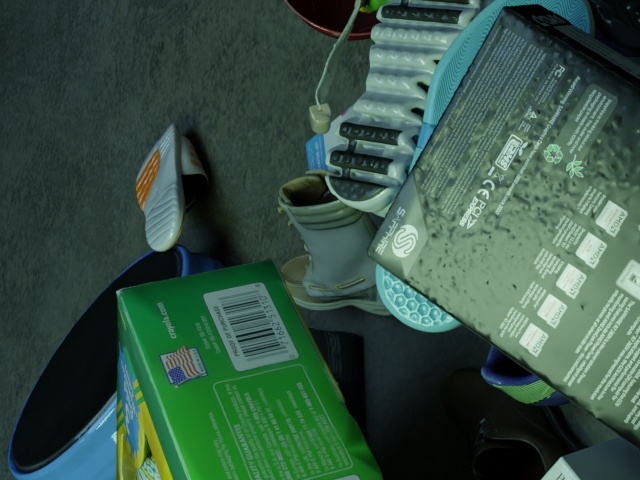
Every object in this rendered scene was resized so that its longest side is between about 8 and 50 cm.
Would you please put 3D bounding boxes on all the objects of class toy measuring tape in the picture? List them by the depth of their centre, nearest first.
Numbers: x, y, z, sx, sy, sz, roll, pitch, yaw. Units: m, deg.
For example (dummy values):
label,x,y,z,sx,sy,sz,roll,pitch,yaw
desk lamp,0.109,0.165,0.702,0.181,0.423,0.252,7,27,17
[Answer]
label,x,y,z,sx,sy,sz,roll,pitch,yaw
toy measuring tape,0.092,-0.249,1.289,0.121,0.121,0.330,0,65,55

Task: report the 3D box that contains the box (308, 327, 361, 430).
label,x,y,z,sx,sy,sz,roll,pitch,yaw
box,-0.100,0.294,1.485,0.395,0.097,0.318,-23,65,51

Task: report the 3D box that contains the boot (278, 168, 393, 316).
label,x,y,z,sx,sy,sz,roll,pitch,yaw
boot,0.000,0.000,1.352,0.213,0.165,0.077,5,47,51

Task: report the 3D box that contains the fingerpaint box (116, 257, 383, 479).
label,x,y,z,sx,sy,sz,roll,pitch,yaw
fingerpaint box,-0.054,0.306,1.093,0.371,0.163,0.445,100,151,-44

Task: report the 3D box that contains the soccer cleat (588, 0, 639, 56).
label,x,y,z,sx,sy,sz,roll,pitch,yaw
soccer cleat,0.233,-0.265,1.165,0.116,0.108,0.318,110,148,-46

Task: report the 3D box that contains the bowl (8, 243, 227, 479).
label,x,y,z,sx,sy,sz,roll,pitch,yaw
bowl,-0.268,0.169,1.621,0.391,0.077,0.391,-42,23,22

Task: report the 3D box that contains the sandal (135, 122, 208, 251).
label,x,y,z,sx,sy,sz,roll,pitch,yaw
sandal,-0.199,-0.060,1.726,0.102,0.076,0.265,-50,30,25

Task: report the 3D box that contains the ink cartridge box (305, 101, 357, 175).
label,x,y,z,sx,sy,sz,roll,pitch,yaw
ink cartridge box,0.079,-0.109,1.324,0.181,0.104,0.062,-35,53,46

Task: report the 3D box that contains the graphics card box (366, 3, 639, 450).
label,x,y,z,sx,sy,sz,roll,pitch,yaw
graphics card box,0.241,0.015,0.919,0.371,0.094,0.233,34,115,16

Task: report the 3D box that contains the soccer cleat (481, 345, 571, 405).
label,x,y,z,sx,sy,sz,roll,pitch,yaw
soccer cleat,0.223,0.010,1.072,0.093,0.121,0.289,33,108,54

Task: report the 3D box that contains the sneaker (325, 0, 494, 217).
label,x,y,z,sx,sy,sz,roll,pitch,yaw
sneaker,0.106,-0.155,1.209,0.110,0.118,0.292,21,86,42

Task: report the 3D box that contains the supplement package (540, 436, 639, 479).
label,x,y,z,sx,sy,sz,roll,pitch,yaw
supplement package,0.225,0.286,0.936,0.194,0.149,0.203,49,122,29

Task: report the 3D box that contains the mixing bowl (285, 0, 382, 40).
label,x,y,z,sx,sy,sz,roll,pitch,yaw
mixing bowl,0.036,-0.297,1.407,0.098,0.181,0.181,93,177,-75

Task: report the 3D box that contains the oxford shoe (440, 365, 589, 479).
label,x,y,z,sx,sy,sz,roll,pitch,yaw
oxford shoe,0.168,0.179,1.132,0.227,0.096,0.083,40,116,53

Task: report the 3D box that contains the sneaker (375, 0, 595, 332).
label,x,y,z,sx,sy,sz,roll,pitch,yaw
sneaker,0.161,-0.074,1.133,0.127,0.208,0.319,28,99,17
